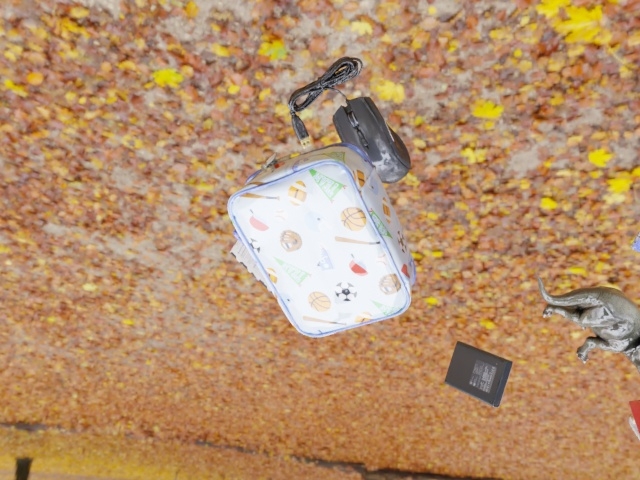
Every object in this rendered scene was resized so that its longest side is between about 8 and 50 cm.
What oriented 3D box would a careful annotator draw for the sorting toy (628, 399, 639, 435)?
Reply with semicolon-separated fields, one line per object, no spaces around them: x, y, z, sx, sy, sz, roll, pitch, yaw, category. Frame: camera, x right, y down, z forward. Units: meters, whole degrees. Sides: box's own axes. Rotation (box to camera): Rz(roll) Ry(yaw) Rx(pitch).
0.540;0.348;0.891;0.089;0.256;0.257;-21;150;26;sorting toy

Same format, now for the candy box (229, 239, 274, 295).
-0.067;0.063;1.274;0.164;0.070;0.196;22;-168;-49;candy box

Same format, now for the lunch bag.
0.000;0.000;0.971;0.243;0.115;0.303;-17;111;25;lunch bag

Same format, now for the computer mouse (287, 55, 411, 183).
0.046;-0.198;1.176;0.184;0.060;0.262;-23;110;24;computer mouse

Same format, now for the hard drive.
0.312;0.264;1.227;0.022;0.094;0.135;19;178;-34;hard drive

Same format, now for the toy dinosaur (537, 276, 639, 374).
0.512;0.136;1.107;0.313;0.121;0.160;47;139;-16;toy dinosaur

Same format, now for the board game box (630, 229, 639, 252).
0.647;-0.074;0.900;0.232;0.291;0.141;31;162;21;board game box

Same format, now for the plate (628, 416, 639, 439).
0.779;0.400;1.145;0.277;0.278;0.045;-29;148;9;plate
